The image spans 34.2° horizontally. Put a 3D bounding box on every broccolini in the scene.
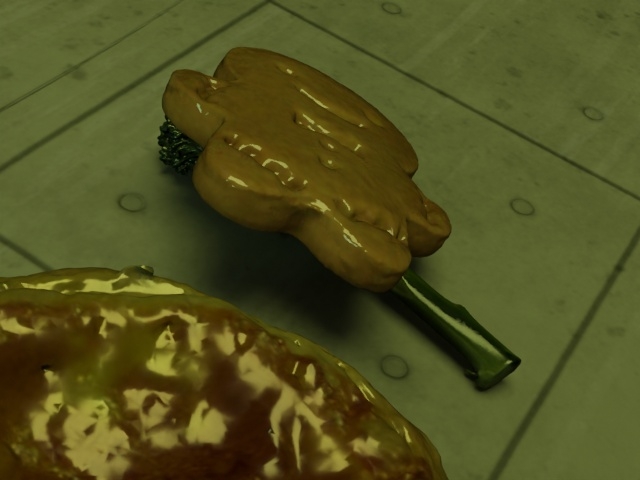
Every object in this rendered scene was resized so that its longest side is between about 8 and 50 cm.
[{"bbox_3d":[0.000,0.003,0.910,0.392,0.074,0.079,41,6,22],"label":"broccolini"}]

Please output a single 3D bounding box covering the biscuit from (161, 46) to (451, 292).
[{"bbox_3d":[-0.003,-0.084,0.917,0.275,0.052,0.355,30,25,-8],"label":"biscuit"}]

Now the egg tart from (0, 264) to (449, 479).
[{"bbox_3d":[-0.111,0.208,0.564,0.443,0.178,0.443,11,42,-10],"label":"egg tart"}]
